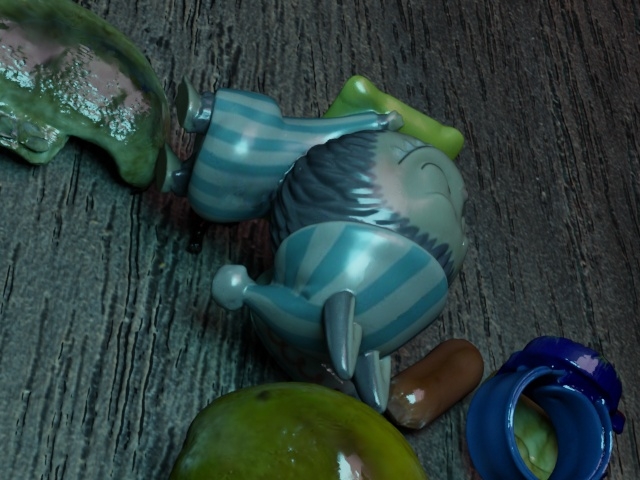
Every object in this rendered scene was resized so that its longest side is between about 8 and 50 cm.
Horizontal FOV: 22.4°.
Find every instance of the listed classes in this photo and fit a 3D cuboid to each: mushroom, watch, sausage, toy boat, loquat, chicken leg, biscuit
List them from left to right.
[{"bbox_3d":[-0.320,-0.193,1.960,0.344,0.130,0.247,31,38,-15],"label":"mushroom"},{"bbox_3d":[-0.137,-0.034,2.057,0.062,0.037,0.145,58,39,-6],"label":"chicken leg"},{"bbox_3d":[-0.022,0.290,1.723,0.283,0.276,0.276,24,39,14],"label":"loquat"},{"bbox_3d":[0.001,0.113,2.014,0.208,0.079,0.134,47,43,1],"label":"toy boat"},{"bbox_3d":[0.147,0.184,2.078,0.077,0.077,0.194,52,39,9],"label":"sausage"},{"bbox_3d":[0.306,0.253,2.180,0.203,0.041,0.260,51,40,12],"label":"biscuit"},{"bbox_3d":[0.288,0.238,2.049,0.196,0.171,0.200,38,61,-7],"label":"watch"}]

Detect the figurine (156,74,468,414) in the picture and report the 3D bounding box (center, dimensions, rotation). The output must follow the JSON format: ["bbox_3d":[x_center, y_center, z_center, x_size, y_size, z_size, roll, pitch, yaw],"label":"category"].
[{"bbox_3d":[0.000,0.000,1.827,0.361,0.266,0.378,12,33,-12],"label":"figurine"}]
